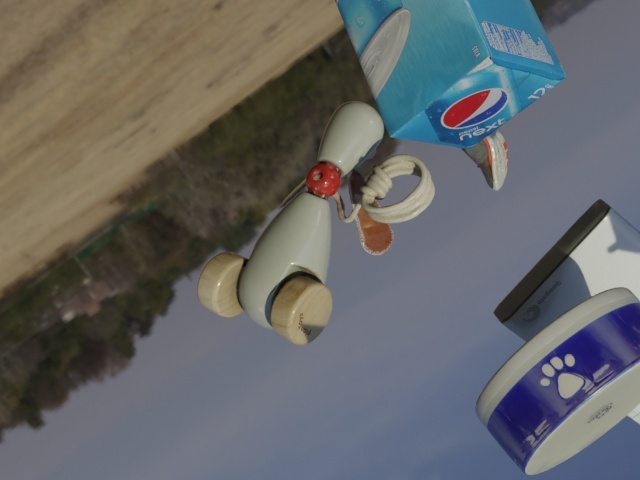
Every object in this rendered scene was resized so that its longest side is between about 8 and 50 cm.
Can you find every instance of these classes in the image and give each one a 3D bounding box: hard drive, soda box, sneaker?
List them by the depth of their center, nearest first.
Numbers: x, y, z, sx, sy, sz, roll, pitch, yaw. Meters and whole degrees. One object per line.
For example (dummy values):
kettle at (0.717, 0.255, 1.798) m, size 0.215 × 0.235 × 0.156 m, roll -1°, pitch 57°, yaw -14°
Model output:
soda box at (0.045, -0.156, 0.540) m, size 0.067 × 0.210 × 0.071 m, roll 3°, pitch 149°, yaw -44°
hard drive at (0.466, 0.121, 1.579) m, size 0.233 × 0.353 × 0.047 m, roll -49°, pitch -153°, yaw 12°
sneaker at (0.254, -0.152, 1.633) m, size 0.065 × 0.158 × 0.061 m, roll 1°, pitch -147°, yaw 33°

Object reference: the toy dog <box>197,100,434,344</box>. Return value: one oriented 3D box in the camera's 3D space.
toy dog at (0.000, 0.000, 1.327) m, size 0.334 × 0.220 × 0.161 m, roll -43°, pitch 147°, yaw -1°

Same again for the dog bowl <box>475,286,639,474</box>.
dog bowl at (0.339, 0.188, 1.349) m, size 0.265 × 0.104 × 0.265 m, roll -28°, pitch 152°, yaw -17°
